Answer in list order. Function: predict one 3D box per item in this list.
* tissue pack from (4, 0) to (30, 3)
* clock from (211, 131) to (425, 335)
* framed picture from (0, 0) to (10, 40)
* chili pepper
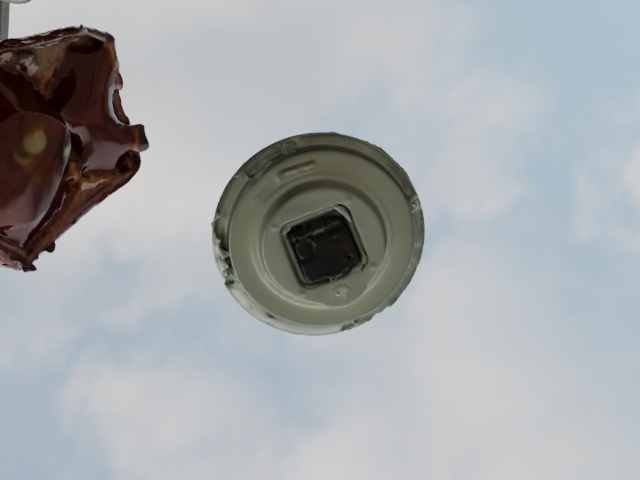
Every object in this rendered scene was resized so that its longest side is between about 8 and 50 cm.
[{"bbox_3d":[-0.189,-0.268,0.691,0.236,0.229,0.333,38,-161,-21],"label":"tissue pack"},{"bbox_3d":[0.000,0.000,1.512,0.236,0.236,0.053,10,-164,-10],"label":"clock"},{"bbox_3d":[-0.386,-0.227,1.456,0.016,0.250,0.184,-34,-112,-31],"label":"framed picture"},{"bbox_3d":[-0.220,-0.051,0.814,0.136,0.253,0.144,27,-110,-40],"label":"chili pepper"}]
